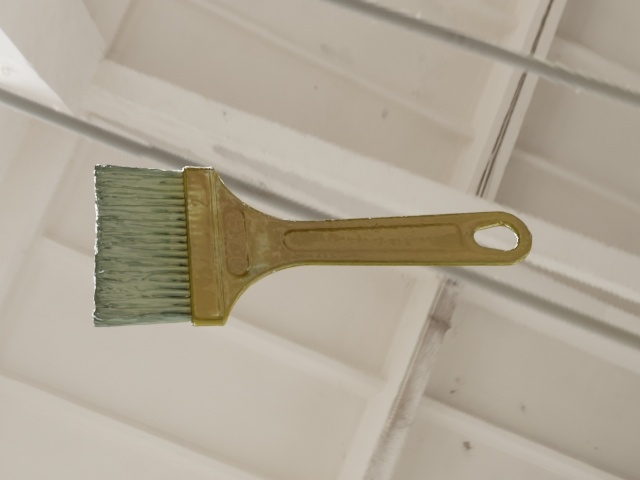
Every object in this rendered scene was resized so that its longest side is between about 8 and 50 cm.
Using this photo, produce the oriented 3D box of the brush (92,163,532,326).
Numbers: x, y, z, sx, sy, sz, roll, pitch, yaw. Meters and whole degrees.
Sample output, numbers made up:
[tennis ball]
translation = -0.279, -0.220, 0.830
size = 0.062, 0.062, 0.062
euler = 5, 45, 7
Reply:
[brush]
translation = 0.000, 0.000, 0.502
size = 0.205, 0.011, 0.083
euler = -1, -122, -11
